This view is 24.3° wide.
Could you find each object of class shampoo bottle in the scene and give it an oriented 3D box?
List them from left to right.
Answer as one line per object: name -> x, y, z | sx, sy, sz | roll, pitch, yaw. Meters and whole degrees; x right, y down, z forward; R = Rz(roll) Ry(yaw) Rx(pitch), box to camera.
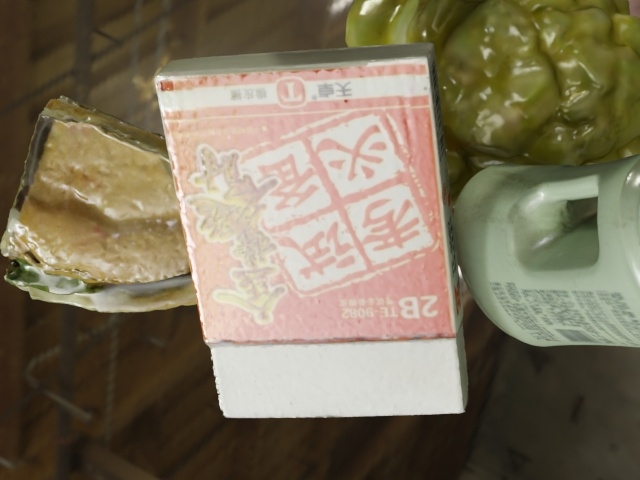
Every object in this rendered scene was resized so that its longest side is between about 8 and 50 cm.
shampoo bottle -> 0.171, 0.007, 0.817 | 0.087, 0.118, 0.234 | -31, 12, -23

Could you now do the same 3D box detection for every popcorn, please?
popcorn -> 0.121, -0.084, 1.041 | 0.259, 0.259, 0.212 | 54, -136, -68

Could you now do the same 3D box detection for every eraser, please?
eraser -> 0.000, 0.000, 0.880 | 0.038, 0.157, 0.230 | -69, -27, -62

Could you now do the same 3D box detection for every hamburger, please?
hamburger -> -0.133, -0.014, 1.155 | 0.135, 0.208, 0.155 | -104, 28, -80

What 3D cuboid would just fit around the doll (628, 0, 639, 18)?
doll -> 0.193, -0.259, 1.374 | 0.268, 0.216, 0.284 | 124, 158, -74
